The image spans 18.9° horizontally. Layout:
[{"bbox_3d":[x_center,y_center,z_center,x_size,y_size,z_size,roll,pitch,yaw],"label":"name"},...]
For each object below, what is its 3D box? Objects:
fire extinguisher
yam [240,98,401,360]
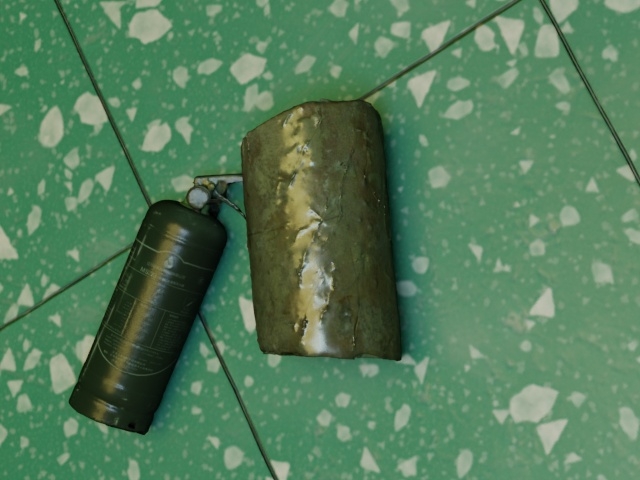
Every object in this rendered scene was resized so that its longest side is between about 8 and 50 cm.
[{"bbox_3d":[-0.169,0.057,2.099,0.114,0.095,0.311,22,96,2],"label":"fire extinguisher"},{"bbox_3d":[0.000,0.000,1.987,0.161,0.161,0.268,-10,82,24],"label":"yam"}]
